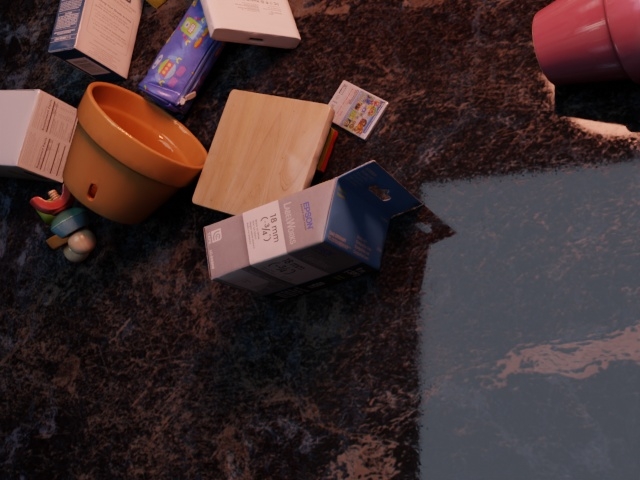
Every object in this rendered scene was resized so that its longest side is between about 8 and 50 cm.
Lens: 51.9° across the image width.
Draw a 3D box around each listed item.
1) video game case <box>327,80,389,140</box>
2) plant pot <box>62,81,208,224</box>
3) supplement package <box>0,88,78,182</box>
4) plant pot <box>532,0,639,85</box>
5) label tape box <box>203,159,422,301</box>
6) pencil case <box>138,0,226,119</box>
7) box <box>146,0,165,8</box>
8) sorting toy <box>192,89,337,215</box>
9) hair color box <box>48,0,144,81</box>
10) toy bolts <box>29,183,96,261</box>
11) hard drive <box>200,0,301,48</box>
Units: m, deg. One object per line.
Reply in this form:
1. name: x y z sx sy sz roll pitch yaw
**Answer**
1. video game case: 0.070 -0.265 1.337 0.122 0.011 0.087 35 94 31
2. plant pot: -0.416 -0.172 1.424 0.291 0.290 0.203 47 109 29
3. supplement package: -0.790 -0.273 1.723 0.261 0.145 0.204 7 80 30
4. plant pot: 0.452 -0.338 1.059 0.180 0.201 0.201 -10 72 42
5. label tape box: 0.000 0.000 1.169 0.333 0.240 0.106 -19 68 23
6. pencil case: -0.290 -0.432 1.511 0.133 0.119 0.306 37 95 30
7. box: -0.353 -0.691 1.652 0.232 0.058 0.087 -31 64 17
8. sorting toy: -0.105 -0.160 1.357 0.255 0.089 0.257 16 85 31
9. hair color box: -0.551 -0.600 1.666 0.105 0.174 0.347 3 78 30
10. toy bolts: -0.546 -0.050 1.525 0.218 0.228 0.159 -30 96 -10
11. hard drive: -0.176 -0.561 1.449 0.040 0.203 0.308 -48 53 50
